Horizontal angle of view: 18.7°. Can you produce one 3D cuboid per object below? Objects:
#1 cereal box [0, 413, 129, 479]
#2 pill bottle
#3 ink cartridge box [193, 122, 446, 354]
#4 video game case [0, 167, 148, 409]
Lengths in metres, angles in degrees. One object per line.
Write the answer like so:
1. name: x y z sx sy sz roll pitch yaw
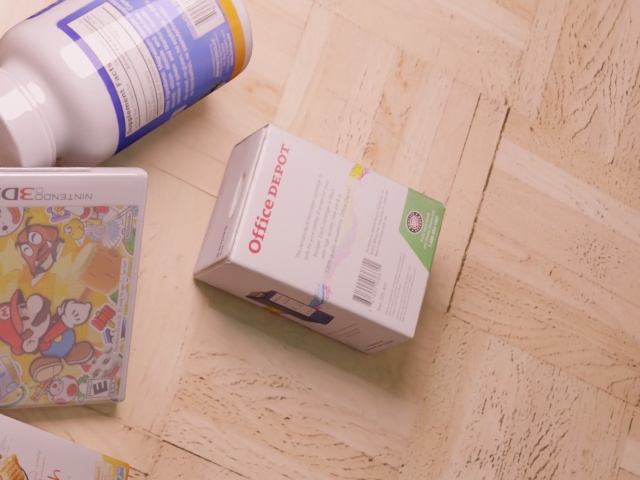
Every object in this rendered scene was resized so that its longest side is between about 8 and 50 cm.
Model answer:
1. cereal box: -0.272 0.247 1.695 0.240 0.047 0.173 30 64 -49
2. pill bottle: -0.208 -0.160 1.827 0.272 0.152 0.152 -36 95 -29
3. ink cartridge box: 0.000 0.000 1.930 0.212 0.093 0.154 24 67 -22
4. video game case: -0.264 0.045 1.757 0.206 0.026 0.227 -1 109 -28
